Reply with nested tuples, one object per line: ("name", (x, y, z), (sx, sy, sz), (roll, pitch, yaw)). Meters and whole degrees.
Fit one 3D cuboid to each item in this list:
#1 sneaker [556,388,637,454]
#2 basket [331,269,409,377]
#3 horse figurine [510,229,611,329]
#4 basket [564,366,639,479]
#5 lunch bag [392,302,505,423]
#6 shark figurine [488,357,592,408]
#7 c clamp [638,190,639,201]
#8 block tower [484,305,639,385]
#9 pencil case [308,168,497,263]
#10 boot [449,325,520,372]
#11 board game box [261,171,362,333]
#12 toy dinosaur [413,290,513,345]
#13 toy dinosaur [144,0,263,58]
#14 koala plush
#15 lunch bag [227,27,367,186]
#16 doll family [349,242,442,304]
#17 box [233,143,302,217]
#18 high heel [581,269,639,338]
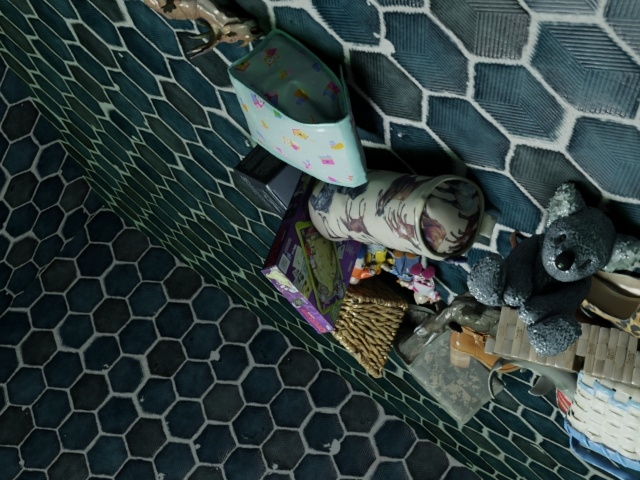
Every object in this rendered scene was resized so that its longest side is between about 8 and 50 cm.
("sneaker", (0.630, 0.383, 1.959), (0.279, 0.107, 0.118), (22, 147, 39))
("basket", (0.042, 0.186, 2.276), (0.213, 0.223, 0.299), (10, -162, -32))
("horse figurine", (0.426, 0.094, 1.703), (0.174, 0.066, 0.263), (29, 163, 50))
("basket", (0.601, 0.359, 1.727), (0.254, 0.201, 0.289), (26, 131, 38))
("lunch bag", (0.300, 0.288, 2.282), (0.235, 0.169, 0.287), (47, -179, -19))
("shark figurine", (0.464, 0.254, 1.906), (0.278, 0.166, 0.116), (16, 136, -23))
("c clamp", (0.503, -0.036, 1.251), (0.137, 0.022, 0.161), (50, 167, 20))
("block tower", (0.474, 0.196, 1.633), (0.335, 0.097, 0.091), (8, 171, 30))
("pencil case", (0.141, -0.056, 1.754), (0.183, 0.160, 0.410), (29, 171, -31))
("boot", (0.397, 0.223, 2.077), (0.073, 0.197, 0.152), (-102, 15, -59))
("board game box", (0.000, 0.000, 1.924), (0.056, 0.347, 0.208), (-22, 124, 37))
("toy dinosaur", (0.367, 0.162, 1.957), (0.313, 0.121, 0.160), (6, 157, 3))
("toy dinosaur", (-0.266, -0.450, 1.691), (0.295, 0.127, 0.200), (39, 171, 23))
("koala plush", (0.385, 0.030, 1.439), (0.196, 0.203, 0.221), (41, 122, 14))
("lunch bag", (-0.020, -0.228, 1.664), (0.262, 0.160, 0.223), (38, 164, 27))
("doll family", (0.173, 0.059, 2.126), (0.262, 0.118, 0.163), (16, 151, 13))
("box", (-0.086, -0.132, 2.094), (0.153, 0.108, 0.207), (49, 169, -31))
("high heel", (0.472, 0.078, 1.495), (0.186, 0.093, 0.261), (33, 172, 1))
